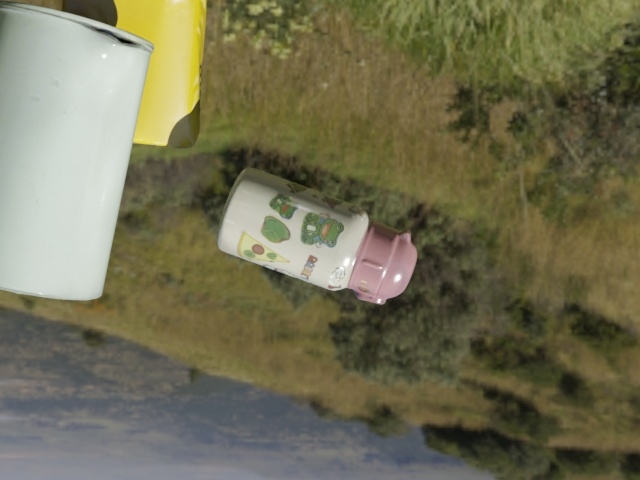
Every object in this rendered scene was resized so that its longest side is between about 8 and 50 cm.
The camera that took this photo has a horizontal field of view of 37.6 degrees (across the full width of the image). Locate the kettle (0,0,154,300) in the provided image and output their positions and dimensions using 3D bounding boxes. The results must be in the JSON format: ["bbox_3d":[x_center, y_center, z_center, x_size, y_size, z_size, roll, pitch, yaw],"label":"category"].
[{"bbox_3d":[-0.336,-0.108,1.139,0.205,0.318,0.265,11,-176,-16],"label":"kettle"}]

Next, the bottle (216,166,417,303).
[{"bbox_3d":[0.000,0.000,1.224,0.253,0.120,0.120,21,166,5],"label":"bottle"}]

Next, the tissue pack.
[{"bbox_3d":[-0.253,-0.269,1.278,0.192,0.271,0.134,3,-167,-3],"label":"tissue pack"}]
